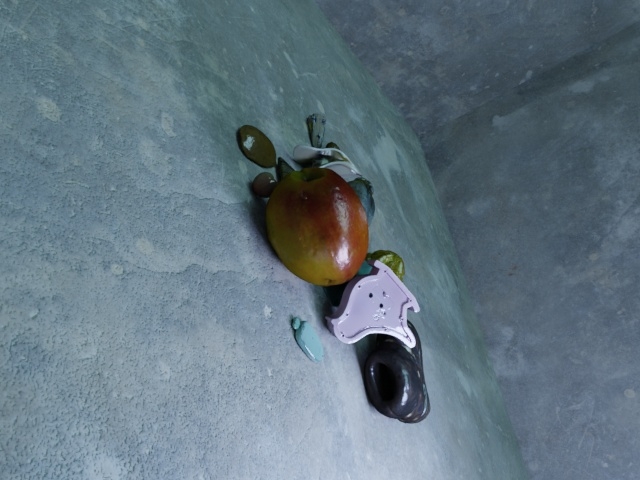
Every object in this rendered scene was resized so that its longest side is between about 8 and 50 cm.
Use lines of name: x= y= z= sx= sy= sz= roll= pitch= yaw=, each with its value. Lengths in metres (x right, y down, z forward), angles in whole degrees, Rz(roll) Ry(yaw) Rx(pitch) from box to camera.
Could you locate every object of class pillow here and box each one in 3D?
pillow: x=-0.106 y=-0.186 z=1.797 sx=0.113 sy=0.038 sz=0.204 roll=37 pitch=37 yaw=-51

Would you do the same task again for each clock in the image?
clock: x=0.183 y=0.250 z=1.659 sx=0.290 sy=0.275 sz=0.080 roll=45 pitch=-11 yaw=-12

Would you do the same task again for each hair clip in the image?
hair clip: x=0.009 y=-0.290 z=2.003 sx=0.282 sy=0.172 sz=0.113 roll=5 pitch=70 yaw=-49

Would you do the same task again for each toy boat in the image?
toy boat: x=-0.015 y=-0.467 z=2.231 sx=0.084 sy=0.066 sz=0.210 roll=13 pitch=57 yaw=-18

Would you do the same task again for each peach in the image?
peach: x=-0.004 y=-0.031 z=1.550 sx=0.289 sy=0.372 sz=0.373 roll=-30 pitch=95 yaw=-31
peach: x=-0.171 y=-0.170 z=1.597 sx=0.083 sy=0.083 sz=0.083 roll=45 pitch=30 yaw=-36

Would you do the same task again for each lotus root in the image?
lotus root: x=0.131 y=-0.123 z=2.078 sx=0.175 sy=0.175 sz=0.350 roll=53 pitch=30 yaw=-23

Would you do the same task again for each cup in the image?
cup: x=0.114 y=0.146 z=1.819 sx=0.134 sy=0.148 sz=0.235 roll=39 pitch=19 yaw=9

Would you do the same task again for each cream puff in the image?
cream puff: x=0.243 y=0.116 z=2.047 sx=0.221 sy=0.194 sz=0.195 roll=27 pitch=43 yaw=-58

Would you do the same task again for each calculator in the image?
calculator: x=-0.036 y=0.287 z=1.498 sx=0.153 sy=0.021 sz=0.095 roll=59 pitch=24 yaw=-19

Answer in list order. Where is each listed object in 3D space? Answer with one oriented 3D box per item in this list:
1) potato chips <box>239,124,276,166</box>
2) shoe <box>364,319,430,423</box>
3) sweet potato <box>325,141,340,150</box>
potato chips: x=-0.201 y=-0.320 z=1.725 sx=0.201 sy=0.049 sz=0.150 roll=29 pitch=46 yaw=-61
shoe: x=0.247 y=0.419 z=1.763 sx=0.237 sy=0.171 sz=0.384 roll=38 pitch=38 yaw=-45
sweet potato: x=0.060 y=-0.331 z=2.251 sx=0.081 sy=0.062 sz=0.233 roll=21 pitch=50 yaw=-36
